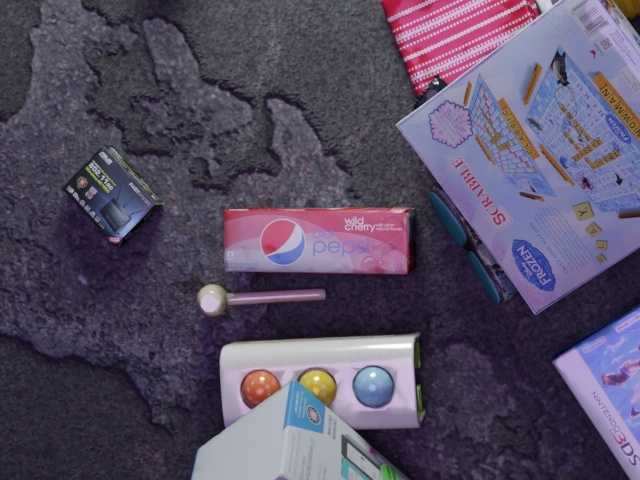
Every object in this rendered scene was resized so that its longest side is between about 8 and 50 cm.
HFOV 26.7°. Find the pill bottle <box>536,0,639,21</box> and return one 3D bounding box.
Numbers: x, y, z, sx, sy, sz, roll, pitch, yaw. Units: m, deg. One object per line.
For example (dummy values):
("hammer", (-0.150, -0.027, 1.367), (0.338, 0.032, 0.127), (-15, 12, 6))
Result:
("pill bottle", (0.386, -0.343, 1.770), (0.208, 0.119, 0.119), (-25, 88, 12))

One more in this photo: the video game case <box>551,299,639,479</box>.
("video game case", (0.490, 0.190, 1.811), (0.269, 0.061, 0.244), (-34, 87, 11))

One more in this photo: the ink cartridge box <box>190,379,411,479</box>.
("ink cartridge box", (-0.017, 0.371, 1.793), (0.197, 0.198, 0.270), (-38, 112, 24))

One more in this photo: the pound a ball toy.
("pound a ball toy", (-0.022, 0.161, 1.877), (0.319, 0.136, 0.208), (-3, 93, 11))

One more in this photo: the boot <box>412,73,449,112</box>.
("boot", (0.191, -0.191, 1.832), (0.099, 0.045, 0.121), (36, 106, 9))

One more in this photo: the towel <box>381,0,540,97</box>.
("towel", (0.218, -0.250, 1.856), (0.199, 0.031, 0.275), (-22, 89, 13))

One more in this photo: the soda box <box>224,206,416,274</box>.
("soda box", (0.000, 0.000, 1.889), (0.263, 0.083, 0.092), (0, 93, 12))

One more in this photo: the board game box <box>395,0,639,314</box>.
("board game box", (0.315, -0.118, 1.742), (0.318, 0.066, 0.319), (-35, 91, 26))

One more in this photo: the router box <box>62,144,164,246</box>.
("router box", (-0.303, -0.065, 1.971), (0.092, 0.038, 0.122), (-45, 84, 10))

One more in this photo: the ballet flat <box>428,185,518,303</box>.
("ballet flat", (0.220, -0.004, 1.862), (0.070, 0.070, 0.188), (-31, 89, 12))
